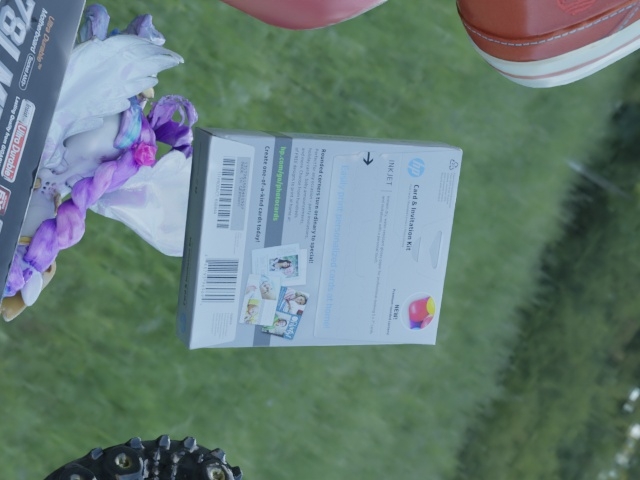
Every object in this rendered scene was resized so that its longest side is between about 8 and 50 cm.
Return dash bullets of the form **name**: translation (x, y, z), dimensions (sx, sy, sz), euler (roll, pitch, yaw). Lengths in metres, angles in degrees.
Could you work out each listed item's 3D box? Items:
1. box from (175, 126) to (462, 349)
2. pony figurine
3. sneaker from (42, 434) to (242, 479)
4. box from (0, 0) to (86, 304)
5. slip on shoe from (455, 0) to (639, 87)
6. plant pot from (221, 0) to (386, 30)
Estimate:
- **box**: translation (0.000, 0.000, 0.843), dimensions (0.038, 0.186, 0.145), euler (-147, -119, -63)
- **pony figurine**: translation (-0.239, -0.098, 1.303), dimensions (0.351, 0.303, 0.363), euler (-30, -140, 16)
- **sneaker**: translation (-0.133, 0.174, 0.568), dimensions (0.237, 0.085, 0.086), euler (-36, 165, -32)
- **box**: translation (-0.277, -0.131, 0.686), dimensions (0.073, 0.293, 0.295), euler (-11, -121, 38)
- **slip on shoe**: translation (0.192, -0.194, 0.523), dimensions (0.331, 0.101, 0.123), euler (-34, -134, 12)
- **plant pot**: translation (-0.044, -0.206, 0.344), dimensions (0.275, 0.243, 0.275), euler (-37, -147, 30)
